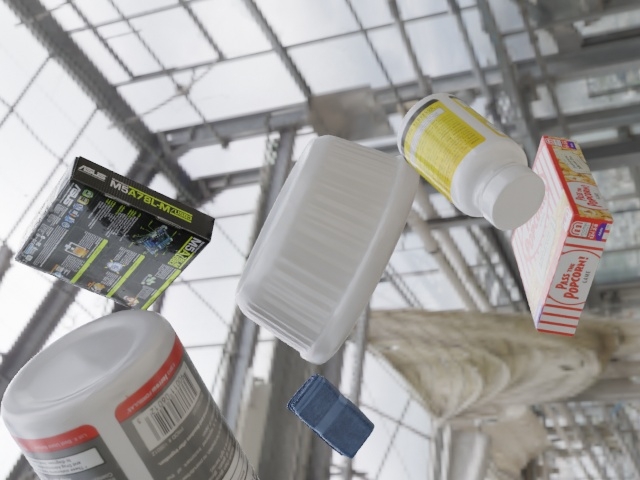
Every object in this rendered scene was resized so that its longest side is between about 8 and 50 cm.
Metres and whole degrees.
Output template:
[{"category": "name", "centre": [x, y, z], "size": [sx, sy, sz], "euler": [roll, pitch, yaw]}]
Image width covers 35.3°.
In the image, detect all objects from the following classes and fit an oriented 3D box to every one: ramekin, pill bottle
[{"category": "ramekin", "centre": [0.000, 0.000, 1.183], "size": [0.272, 0.127, 0.273], "euler": [-62, 7, 14]}, {"category": "pill bottle", "centre": [0.113, -0.058, 0.750], "size": [0.116, 0.065, 0.065], "euler": [49, 175, 45]}, {"category": "pill bottle", "centre": [-0.192, 0.279, 1.171], "size": [0.363, 0.210, 0.210], "euler": [65, -151, -23]}]

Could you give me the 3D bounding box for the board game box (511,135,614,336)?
[{"category": "board game box", "centre": [0.264, -0.009, 1.117], "size": [0.193, 0.045, 0.146], "euler": [-87, 7, -60]}]

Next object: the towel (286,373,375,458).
[{"category": "towel", "centre": [0.016, 0.245, 1.404], "size": [0.119, 0.029, 0.067], "euler": [44, -102, -12]}]

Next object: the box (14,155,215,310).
[{"category": "box", "centre": [-0.254, -0.001, 1.233], "size": [0.184, 0.191, 0.045], "euler": [23, -134, -24]}]
